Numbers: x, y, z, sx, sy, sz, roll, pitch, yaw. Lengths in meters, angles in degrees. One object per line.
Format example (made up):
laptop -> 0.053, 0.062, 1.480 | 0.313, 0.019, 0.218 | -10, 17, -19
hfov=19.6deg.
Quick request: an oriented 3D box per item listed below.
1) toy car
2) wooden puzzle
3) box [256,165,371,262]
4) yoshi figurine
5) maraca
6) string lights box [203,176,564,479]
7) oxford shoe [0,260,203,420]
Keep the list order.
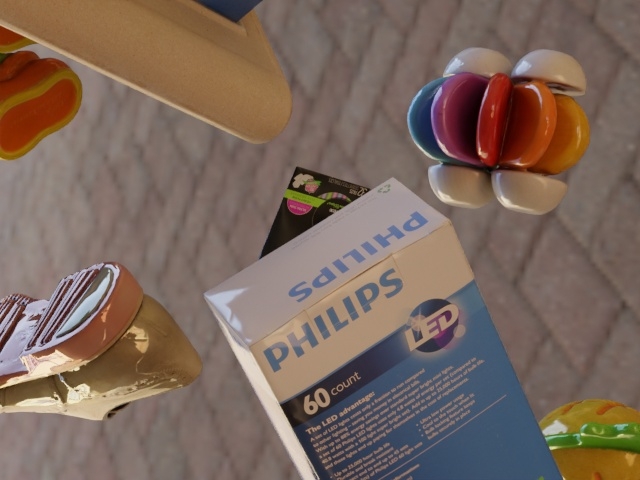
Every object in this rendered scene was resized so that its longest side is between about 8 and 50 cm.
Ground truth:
toy car -> 0.164, -0.114, 1.810 | 0.182, 0.136, 0.159 | 7, 85, 39
wooden puzzle -> -0.152, -0.267, 1.353 | 0.080, 0.322, 0.348 | -33, 58, 24
box -> 0.000, 0.000, 1.330 | 0.062, 0.052, 0.083 | 18, 77, 20
yoshi figurine -> -0.364, -0.204, 1.473 | 0.362, 0.203, 0.203 | 34, 88, 31
maraca -> 0.234, 0.177, 1.520 | 0.185, 0.127, 0.099 | 136, 140, -64
string lights box -> 0.051, 0.109, 1.081 | 0.077, 0.133, 0.260 | 43, 162, 58
oxford shoe -> -0.272, 0.138, 1.875 | 0.397, 0.146, 0.140 | -16, 39, 52
